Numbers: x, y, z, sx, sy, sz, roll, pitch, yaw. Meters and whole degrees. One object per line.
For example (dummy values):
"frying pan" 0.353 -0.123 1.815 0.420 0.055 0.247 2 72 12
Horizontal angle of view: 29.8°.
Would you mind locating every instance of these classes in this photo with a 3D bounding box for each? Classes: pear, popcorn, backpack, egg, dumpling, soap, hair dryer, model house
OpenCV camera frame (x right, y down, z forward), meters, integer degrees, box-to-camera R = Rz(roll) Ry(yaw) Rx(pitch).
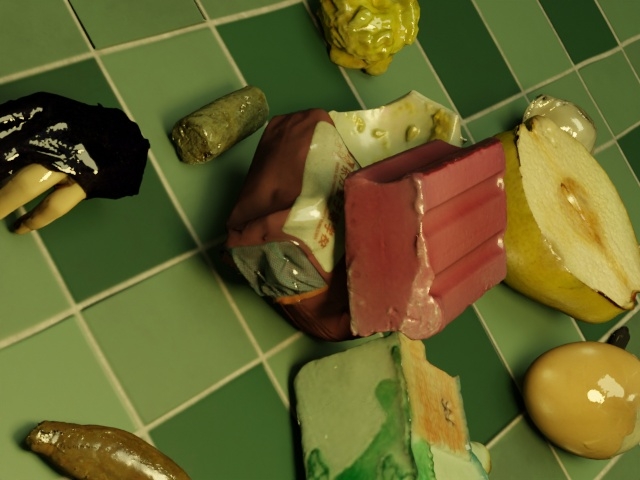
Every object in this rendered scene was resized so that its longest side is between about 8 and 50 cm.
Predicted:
"pear" 0.404 -0.018 2.171 0.340 0.191 0.386 -29 89 -52
"popcorn" 0.080 -0.391 2.100 0.198 0.155 0.197 7 73 -23
"backpack" 0.000 0.000 1.770 0.317 0.197 0.283 52 46 -41
"egg" 0.086 -0.126 1.950 0.271 0.162 0.206 -14 109 -12
"dumpling" 0.480 -0.193 2.411 0.247 0.142 0.172 24 88 -42
"soap" 0.162 -0.011 1.727 0.359 0.128 0.232 -26 115 -61
"hair dryer" 0.558 0.239 2.288 0.114 0.071 0.248 54 34 -5
"model house" 0.135 0.316 1.767 0.325 0.194 0.267 29 47 -48
"egg" 0.457 0.269 2.062 0.244 0.201 0.201 20 55 -21

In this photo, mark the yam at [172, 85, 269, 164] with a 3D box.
"yam" -0.147 -0.175 1.811 0.078 0.078 0.179 57 39 -4

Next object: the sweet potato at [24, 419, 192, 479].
"sweet potato" -0.227 0.299 1.462 0.286 0.085 0.112 41 50 -20

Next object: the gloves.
"gloves" -0.370 -0.110 1.522 0.301 0.152 0.197 -27 61 -34
